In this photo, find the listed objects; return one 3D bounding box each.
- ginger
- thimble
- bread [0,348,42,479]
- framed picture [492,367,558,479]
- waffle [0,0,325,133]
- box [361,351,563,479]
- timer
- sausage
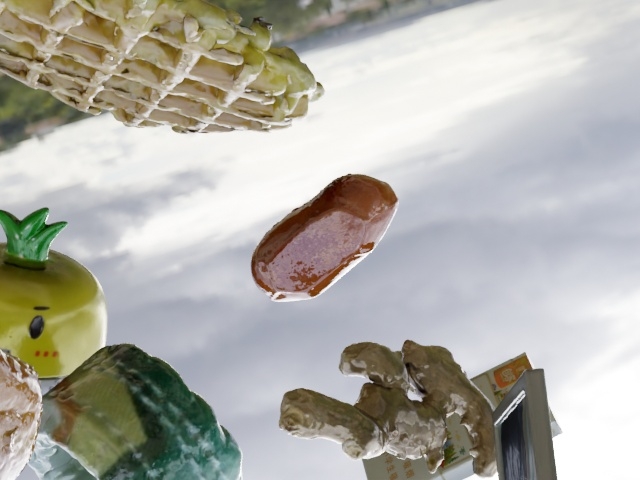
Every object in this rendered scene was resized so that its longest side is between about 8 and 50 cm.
[{"bbox_3d":[0.060,0.154,1.168,0.258,0.149,0.065,10,135,-33],"label":"ginger"},{"bbox_3d":[-0.234,0.266,1.498,0.167,0.254,0.288,-40,-175,-29],"label":"thimble"},{"bbox_3d":[-0.298,0.135,0.950,0.114,0.132,0.190,19,175,21],"label":"bread"},{"bbox_3d":[0.166,0.249,0.950,0.018,0.265,0.192,-4,161,-1],"label":"framed picture"},{"bbox_3d":[-0.200,-0.197,1.264,0.382,0.095,0.379,7,167,32],"label":"waffle"},{"bbox_3d":[0.150,0.215,1.363,0.220,0.032,0.122,-27,-147,9],"label":"box"},{"bbox_3d":[-0.421,0.076,1.715,0.285,0.285,0.285,-16,-172,2],"label":"timer"},{"bbox_3d":[0.000,0.000,1.236,0.179,0.089,0.089,-42,-179,16],"label":"sausage"}]
